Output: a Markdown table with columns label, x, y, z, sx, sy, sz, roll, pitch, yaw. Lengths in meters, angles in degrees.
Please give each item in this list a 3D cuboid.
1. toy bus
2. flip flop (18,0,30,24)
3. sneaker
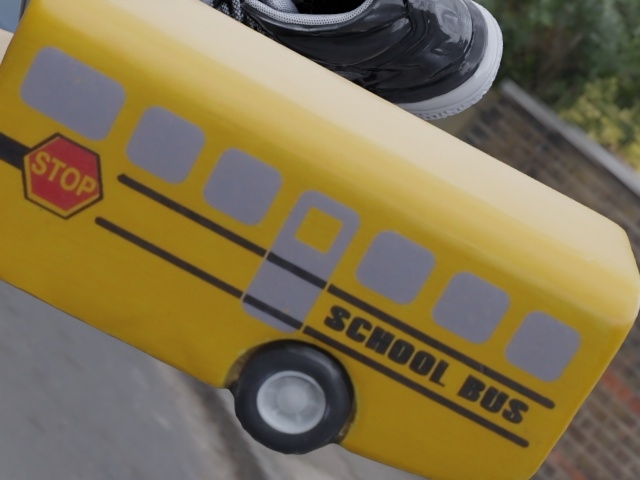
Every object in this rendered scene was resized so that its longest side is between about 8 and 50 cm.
| label | x | y | z | sx | sy | sz | roll | pitch | yaw |
| --- | --- | --- | --- | --- | --- | --- | --- | --- | --- |
| toy bus | -0.044 | -0.016 | 0.666 | 0.333 | 0.130 | 0.108 | 28 | 21 | -5 |
| flip flop | -0.090 | -0.045 | 0.973 | 0.080 | 0.112 | 0.277 | 14 | -46 | 51 |
| sneaker | -0.032 | -0.144 | 0.984 | 0.269 | 0.101 | 0.153 | 4 | -19 | 29 |
